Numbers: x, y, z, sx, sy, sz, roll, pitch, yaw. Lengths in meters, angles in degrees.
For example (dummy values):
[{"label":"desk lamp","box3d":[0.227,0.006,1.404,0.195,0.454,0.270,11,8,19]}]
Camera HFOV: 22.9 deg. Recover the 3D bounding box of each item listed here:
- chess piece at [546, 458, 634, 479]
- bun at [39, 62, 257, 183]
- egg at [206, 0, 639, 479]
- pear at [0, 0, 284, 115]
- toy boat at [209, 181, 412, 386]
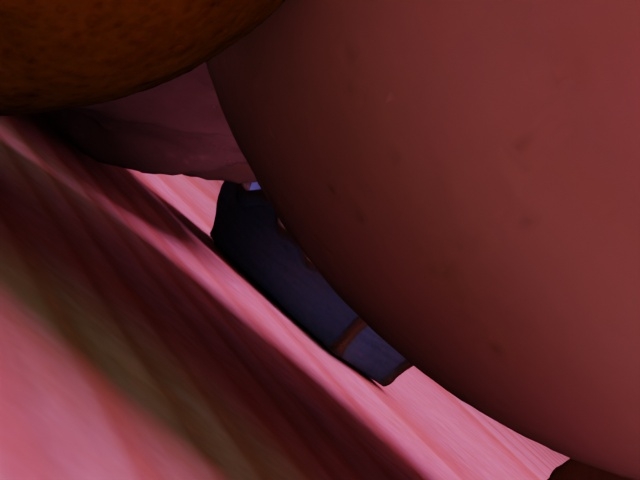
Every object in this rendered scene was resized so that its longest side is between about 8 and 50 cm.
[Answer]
[{"label":"chess piece","box3d":[0.132,0.126,0.565,0.122,0.066,0.066,43,-2,-34]},{"label":"bun","box3d":[-0.092,-0.163,0.795,0.362,0.211,0.362,39,7,-6]},{"label":"egg","box3d":[0.106,-0.075,0.517,0.283,0.283,0.345,37,18,-47]},{"label":"pear","box3d":[-0.093,-0.129,0.402,0.197,0.197,0.197,39,1,-1]},{"label":"toy boat","box3d":[0.000,0.000,0.847,0.075,0.077,0.185,36,3,-43]}]
